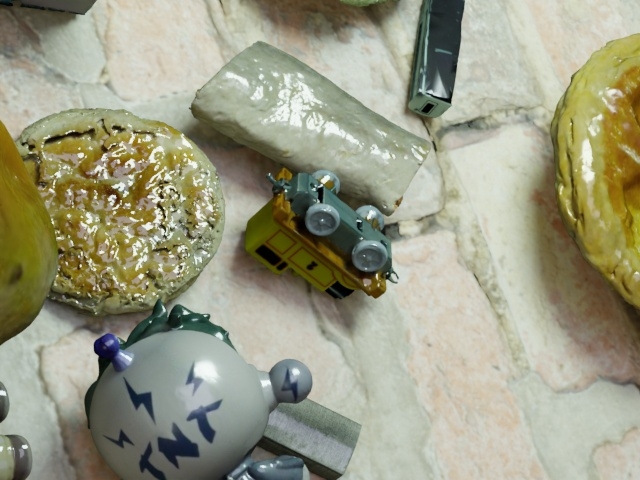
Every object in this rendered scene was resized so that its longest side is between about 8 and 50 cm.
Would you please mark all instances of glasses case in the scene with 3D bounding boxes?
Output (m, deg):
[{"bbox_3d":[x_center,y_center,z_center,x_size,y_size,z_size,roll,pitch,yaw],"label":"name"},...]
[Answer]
[{"bbox_3d":[-0.056,0.201,1.703,0.205,0.047,0.071,28,62,-12],"label":"glasses case"}]

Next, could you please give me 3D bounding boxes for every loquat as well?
[{"bbox_3d":[-0.414,-0.012,1.517,0.276,0.276,0.284,-41,111,-31],"label":"loquat"}]

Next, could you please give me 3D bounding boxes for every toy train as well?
[{"bbox_3d":[0.160,-0.280,1.994,0.055,0.048,0.252,17,58,-11],"label":"toy train"},{"bbox_3d":[0.000,0.000,1.769,0.219,0.127,0.089,38,29,-25],"label":"toy train"}]

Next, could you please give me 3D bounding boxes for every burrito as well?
[{"bbox_3d":[-0.011,-0.141,1.816,0.299,0.105,0.143,28,40,-12],"label":"burrito"}]

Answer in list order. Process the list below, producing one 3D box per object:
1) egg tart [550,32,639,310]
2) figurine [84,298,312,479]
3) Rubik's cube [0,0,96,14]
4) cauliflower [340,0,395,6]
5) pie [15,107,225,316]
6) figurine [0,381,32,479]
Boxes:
[{"bbox_3d":[0.474,-0.066,1.969,0.443,0.178,0.443,10,65,-22],"label":"egg tart"},{"bbox_3d":[-0.100,0.239,1.578,0.261,0.186,0.382,-39,92,-9],"label":"figurine"},{"bbox_3d":[-0.348,-0.433,1.662,0.387,0.368,0.358,5,51,-21],"label":"Rubik's cube"},{"bbox_3d":[0.049,-0.439,1.890,0.272,0.250,0.275,-5,67,-27],"label":"cauliflower"},{"bbox_3d":[-0.244,-0.040,1.714,0.274,0.055,0.274,6,67,-16],"label":"pie"},{"bbox_3d":[-0.477,0.204,1.443,0.380,0.203,0.248,-3,79,-37],"label":"figurine"}]
